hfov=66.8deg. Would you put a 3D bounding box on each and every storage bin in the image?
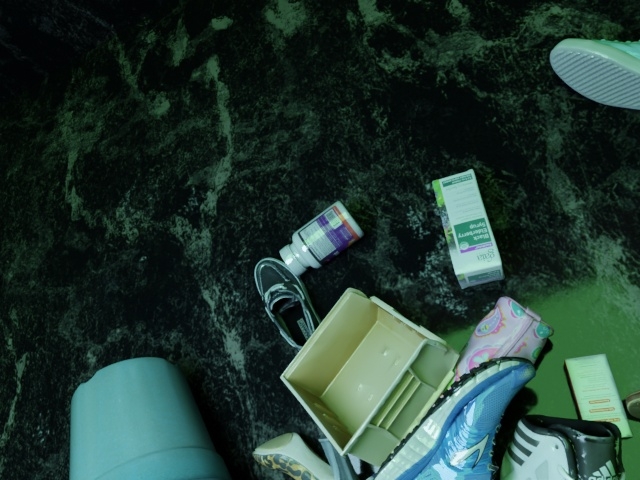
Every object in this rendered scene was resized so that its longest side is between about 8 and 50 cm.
[{"bbox_3d":[0.092,0.253,0.954,0.260,0.123,0.262,-53,31,-5],"label":"storage bin"}]

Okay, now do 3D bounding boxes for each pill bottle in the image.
[{"bbox_3d":[0.000,0.000,1.184,0.194,0.108,0.108,-36,57,6],"label":"pill bottle"}]

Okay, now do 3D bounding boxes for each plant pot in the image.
[{"bbox_3d":[-0.378,0.457,1.031,0.341,0.341,0.334,-38,48,4],"label":"plant pot"}]

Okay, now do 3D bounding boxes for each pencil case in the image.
[{"bbox_3d":[0.312,0.246,0.913,0.124,0.124,0.284,36,84,33],"label":"pencil case"}]

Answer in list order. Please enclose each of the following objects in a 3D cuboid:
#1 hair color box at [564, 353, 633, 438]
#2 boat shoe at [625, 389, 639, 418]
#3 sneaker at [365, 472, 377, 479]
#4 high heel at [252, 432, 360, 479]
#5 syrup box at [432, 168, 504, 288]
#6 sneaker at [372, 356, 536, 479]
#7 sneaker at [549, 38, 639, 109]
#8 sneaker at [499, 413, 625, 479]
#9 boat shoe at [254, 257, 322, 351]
[{"bbox_3d":[0.491,0.279,0.863,0.072,0.043,0.141,-13,60,19],"label":"hair color box"},{"bbox_3d":[0.606,0.257,0.816,0.178,0.064,0.060,-17,27,14],"label":"boat shoe"},{"bbox_3d":[0.129,0.525,0.871,0.316,0.127,0.182,-17,99,-10],"label":"sneaker"},{"bbox_3d":[-0.029,0.494,0.993,0.261,0.093,0.186,-24,88,37],"label":"high heel"},{"bbox_3d":[0.320,-0.025,1.055,0.093,0.096,0.236,-16,60,17],"label":"syrup box"},{"bbox_3d":[0.238,0.325,0.787,0.147,0.130,0.330,42,91,17],"label":"sneaker"},{"bbox_3d":[0.695,-0.374,1.041,0.366,0.135,0.150,31,74,24],"label":"sneaker"},{"bbox_3d":[0.348,0.399,0.621,0.169,0.257,0.447,-4,19,-4],"label":"sneaker"},{"bbox_3d":[-0.087,0.146,1.157,0.108,0.102,0.301,-36,57,6],"label":"boat shoe"}]
